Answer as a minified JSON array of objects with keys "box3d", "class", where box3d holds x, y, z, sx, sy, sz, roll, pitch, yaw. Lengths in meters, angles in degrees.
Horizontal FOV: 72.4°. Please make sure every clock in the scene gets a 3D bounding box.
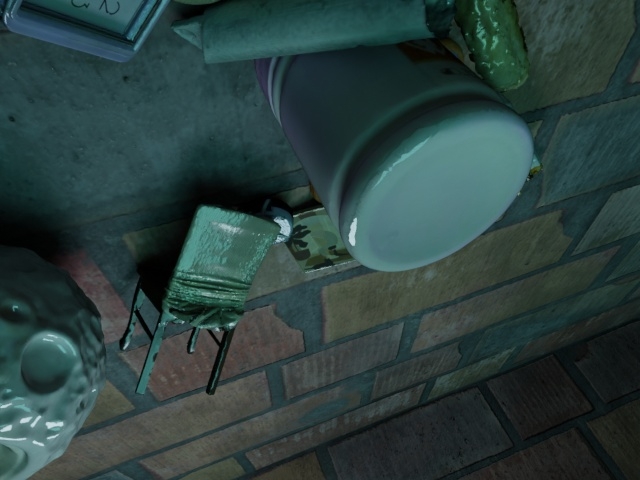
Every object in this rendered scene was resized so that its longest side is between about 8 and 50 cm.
[{"box3d":[-0.183,-0.260,0.370,0.193,0.073,0.144,-44,173,22],"class":"clock"}]

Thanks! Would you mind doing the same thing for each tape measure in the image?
[{"box3d":[-0.093,-0.032,0.755,0.094,0.054,0.091,-10,138,9],"class":"tape measure"}]

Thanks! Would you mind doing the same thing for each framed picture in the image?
[{"box3d":[0.000,0.000,0.862,0.135,0.010,0.201,-14,145,10],"class":"framed picture"}]

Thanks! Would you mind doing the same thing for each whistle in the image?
[{"box3d":[-0.029,-0.210,0.422,0.062,0.312,0.062,-20,115,-50],"class":"whistle"}]

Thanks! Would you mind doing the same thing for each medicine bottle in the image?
[{"box3d":[0.060,-0.144,0.500,0.202,0.316,0.202,-17,143,-13],"class":"medicine bottle"}]

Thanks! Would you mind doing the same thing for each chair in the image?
[{"box3d":[-0.213,0.080,0.742,0.160,0.186,0.320,15,98,-36],"class":"chair"}]

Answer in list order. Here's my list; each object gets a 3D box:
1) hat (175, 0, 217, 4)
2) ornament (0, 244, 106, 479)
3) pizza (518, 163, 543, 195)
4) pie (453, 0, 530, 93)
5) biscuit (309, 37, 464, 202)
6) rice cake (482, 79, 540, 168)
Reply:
[{"box3d":[-0.026,-0.283,0.335,0.257,0.130,0.257,-52,169,-14],"class":"hat"},{"box3d":[-0.463,0.157,0.568,0.336,0.337,0.337,-16,142,-13],"class":"ornament"},{"box3d":[0.382,-0.104,0.949,0.200,0.053,0.193,-15,142,-14],"class":"pizza"},{"box3d":[0.167,-0.287,0.453,0.055,0.275,0.274,-10,152,30],"class":"pie"},{"box3d":[0.116,-0.164,0.734,0.323,0.049,0.205,-35,143,15],"class":"biscuit"},{"box3d":[0.340,-0.200,0.786,0.040,0.085,0.226,-34,143,24],"class":"rice cake"}]
